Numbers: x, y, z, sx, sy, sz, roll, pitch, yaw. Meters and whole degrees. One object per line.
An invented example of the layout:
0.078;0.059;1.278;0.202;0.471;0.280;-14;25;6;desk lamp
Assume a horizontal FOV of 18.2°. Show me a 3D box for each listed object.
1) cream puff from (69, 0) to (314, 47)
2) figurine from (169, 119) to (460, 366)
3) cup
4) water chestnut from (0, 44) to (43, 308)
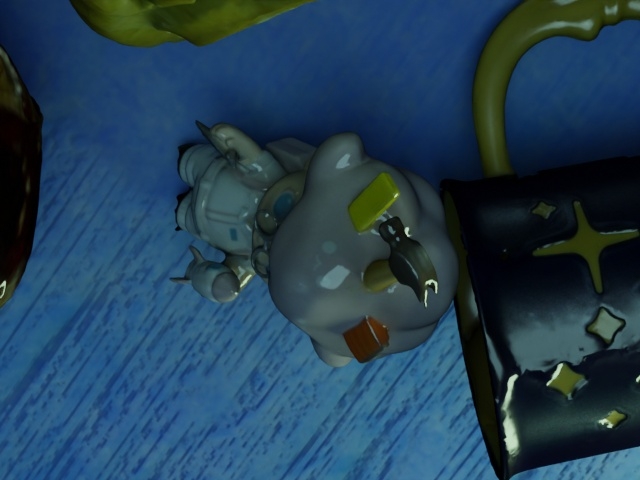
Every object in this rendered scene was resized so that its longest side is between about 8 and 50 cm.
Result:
-0.042;-0.240;0.947;0.274;0.323;0.269;-33;101;-21;cream puff
0.000;0.000;1.109;0.112;0.229;0.137;-9;112;-43;figurine
0.201;-0.010;1.118;0.256;0.178;0.255;-12;112;0;cup
-0.292;-0.061;1.042;0.300;0.300;0.300;-1;111;-2;water chestnut
